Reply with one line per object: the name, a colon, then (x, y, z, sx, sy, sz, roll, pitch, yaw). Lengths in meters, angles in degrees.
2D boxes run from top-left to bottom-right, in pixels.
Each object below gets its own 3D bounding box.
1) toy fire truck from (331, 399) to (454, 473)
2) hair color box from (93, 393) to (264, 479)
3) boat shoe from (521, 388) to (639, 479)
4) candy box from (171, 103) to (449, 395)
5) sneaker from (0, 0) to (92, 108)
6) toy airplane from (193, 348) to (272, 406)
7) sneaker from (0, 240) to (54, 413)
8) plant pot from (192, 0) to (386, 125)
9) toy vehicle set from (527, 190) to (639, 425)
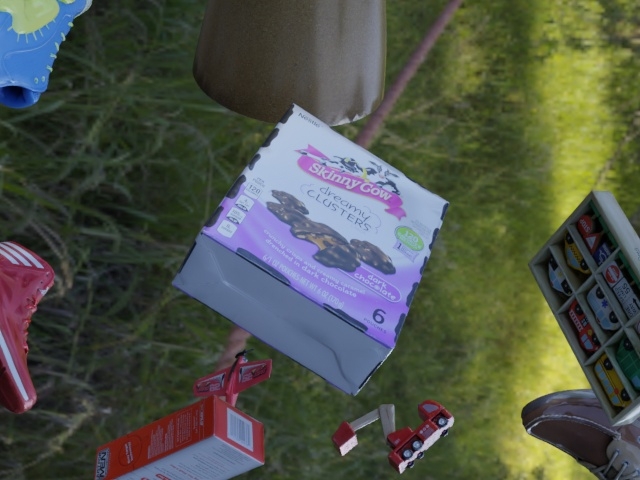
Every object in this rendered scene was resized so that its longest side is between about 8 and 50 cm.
toy fire truck: (0.130, 0.342, 1.785, 0.192, 0.135, 0.047, -39, 149, -17)
hair color box: (-0.126, 0.191, 0.877, 0.072, 0.141, 0.043, 41, 31, -40)
boat shoe: (0.441, 0.303, 1.423, 0.123, 0.324, 0.116, 122, -19, -50)
candy box: (0.000, 0.000, 0.797, 0.070, 0.164, 0.196, -56, -176, 41)
sneaker: (-0.305, -0.204, 1.009, 0.240, 0.091, 0.126, -39, 127, -63)
toy airplane: (-0.117, 0.206, 1.304, 0.028, 0.151, 0.151, 44, 51, -30)
sneaker: (-0.370, 0.095, 1.234, 0.128, 0.087, 0.221, -20, 82, -40)
plant pot: (-0.023, -0.299, 1.142, 0.237, 0.237, 0.254, -55, 159, -50)
toy vehicle set: (0.382, 0.087, 1.303, 0.166, 0.035, 0.267, -60, -139, 43)
